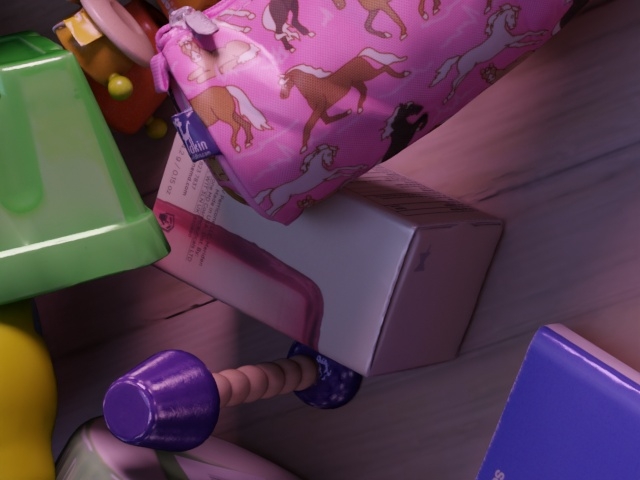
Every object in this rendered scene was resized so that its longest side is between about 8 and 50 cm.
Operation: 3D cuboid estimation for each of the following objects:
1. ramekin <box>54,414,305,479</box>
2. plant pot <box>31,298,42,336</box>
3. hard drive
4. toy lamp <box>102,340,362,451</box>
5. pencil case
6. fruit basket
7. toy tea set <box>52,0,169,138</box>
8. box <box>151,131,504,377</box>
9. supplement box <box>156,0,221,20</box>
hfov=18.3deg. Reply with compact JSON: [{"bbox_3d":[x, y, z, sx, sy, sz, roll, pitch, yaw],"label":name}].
[{"bbox_3d":[-0.095,0.259,1.562,0.303,0.303,0.148,30,99,27],"label":"ramekin"},{"bbox_3d":[-0.386,0.092,1.746,0.235,0.293,0.293,-18,83,16],"label":"plant pot"},{"bbox_3d":[0.253,0.229,1.458,0.318,0.040,0.210,33,114,33],"label":"hard drive"},{"bbox_3d":[-0.067,0.115,1.543,0.080,0.274,0.080,1,92,33],"label":"toy lamp"},{"bbox_3d":[0.064,-0.178,1.417,0.386,0.167,0.160,-36,60,4],"label":"pencil case"},{"bbox_3d":[-0.301,0.053,1.519,0.283,0.392,0.392,-148,66,-68],"label":"fruit basket"},{"bbox_3d":[-0.247,-0.217,1.682,0.124,0.200,0.336,-41,71,11],"label":"toy tea set"},{"bbox_3d":[0.000,0.000,1.570,0.232,0.148,0.127,27,106,29],"label":"box"},{"bbox_3d":[-0.060,-0.266,1.597,0.078,0.080,0.233,56,140,17],"label":"supplement box"}]
